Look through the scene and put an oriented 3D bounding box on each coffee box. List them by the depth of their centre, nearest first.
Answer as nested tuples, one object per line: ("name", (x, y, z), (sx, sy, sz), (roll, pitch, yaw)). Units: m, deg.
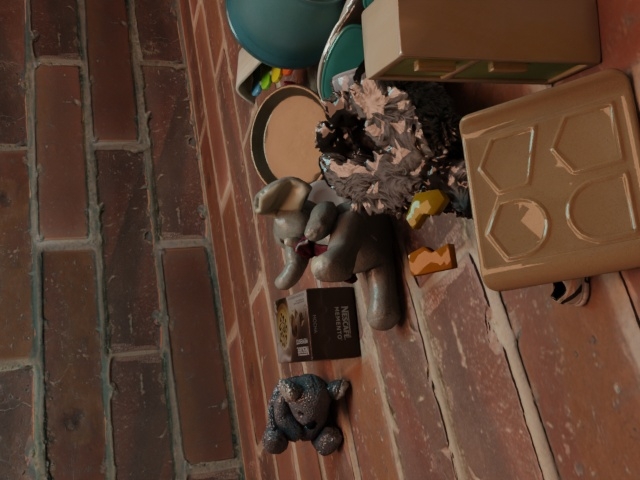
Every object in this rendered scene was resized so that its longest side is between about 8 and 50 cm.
("coffee box", (-0.017, 0.212, 1.760), (0.297, 0.119, 0.168), (153, 114, -69))

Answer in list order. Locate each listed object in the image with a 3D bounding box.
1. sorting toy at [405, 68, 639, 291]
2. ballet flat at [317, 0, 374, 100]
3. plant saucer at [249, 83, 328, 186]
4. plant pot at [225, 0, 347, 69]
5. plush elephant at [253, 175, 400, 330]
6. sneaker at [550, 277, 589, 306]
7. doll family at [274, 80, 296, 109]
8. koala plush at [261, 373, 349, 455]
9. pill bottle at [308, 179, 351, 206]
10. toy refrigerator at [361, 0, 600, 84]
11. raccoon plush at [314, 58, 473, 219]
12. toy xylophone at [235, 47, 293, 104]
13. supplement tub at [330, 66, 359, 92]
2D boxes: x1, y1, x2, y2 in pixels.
("sorting toy", (0.244, -0.056, 0.891), (0.307, 0.041, 0.229), (-14, 79, 34))
("ballet flat", (0.098, -0.436, 1.372), (0.139, 0.139, 0.400), (-111, 30, -42))
("plant saucer", (-0.066, -0.246, 1.785), (0.278, 0.041, 0.278), (3, 95, 39))
("plant pot", (-0.040, -0.524, 1.483), (0.255, 0.271, 0.272), (163, 104, -72))
("plush elephant", (0.000, 0.000, 1.441), (0.255, 0.272, 0.330), (-10, 62, 31))
("sneaker", (0.315, 0.030, 0.905), (0.040, 0.043, 0.109), (-167, 77, -72))
("doll family", (-0.103, -0.311, 1.932), (0.263, 0.118, 0.163), (-117, 30, -49))
("koala plush", (-0.037, 0.395, 1.753), (0.221, 0.196, 0.203), (109, 162, -54))
("pill bottle", (-0.015, -0.050, 1.714), (0.221, 0.121, 0.121), (132, 132, -65))
("toy refrigerator", (0.194, -0.241, 0.869), (0.102, 0.269, 0.094), (169, 98, -70))
("raccoon plush", (0.198, -0.127, 1.128), (0.446, 0.299, 0.216), (45, 128, 15))
("toy xylophone", (-0.115, -0.494, 1.785), (0.322, 0.081, 0.236), (-23, 56, 51))
("supplement tub", (0.097, -0.228, 1.344), (0.117, 0.117, 0.190), (4, 113, 71))
